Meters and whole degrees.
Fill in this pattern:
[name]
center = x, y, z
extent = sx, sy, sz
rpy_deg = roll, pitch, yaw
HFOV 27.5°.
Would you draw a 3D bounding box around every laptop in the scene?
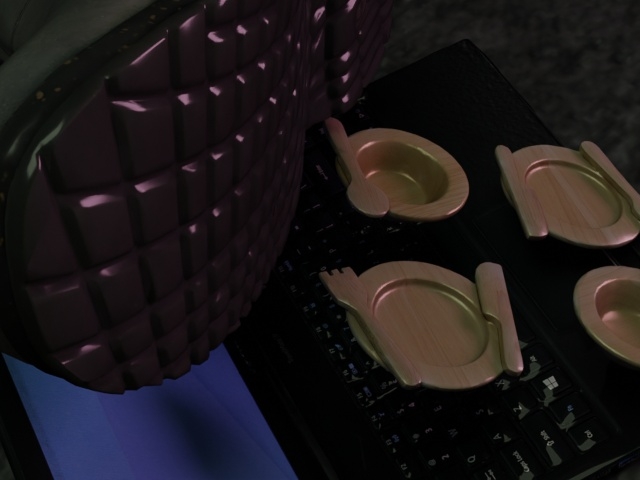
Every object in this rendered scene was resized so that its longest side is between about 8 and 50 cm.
[laptop]
center = 0.000, 0.000, 0.511
extent = 0.264, 0.136, 0.234
rpy_deg = -26, 54, -9

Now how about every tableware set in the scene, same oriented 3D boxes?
[tableware set]
center = 0.075, 0.002, 0.512
extent = 0.169, 0.020, 0.141
rpy_deg = 2, 43, -20

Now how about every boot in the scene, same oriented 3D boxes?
[boot]
center = -0.109, -0.071, 0.466
extent = 0.223, 0.118, 0.338
rpy_deg = 11, 26, 11
